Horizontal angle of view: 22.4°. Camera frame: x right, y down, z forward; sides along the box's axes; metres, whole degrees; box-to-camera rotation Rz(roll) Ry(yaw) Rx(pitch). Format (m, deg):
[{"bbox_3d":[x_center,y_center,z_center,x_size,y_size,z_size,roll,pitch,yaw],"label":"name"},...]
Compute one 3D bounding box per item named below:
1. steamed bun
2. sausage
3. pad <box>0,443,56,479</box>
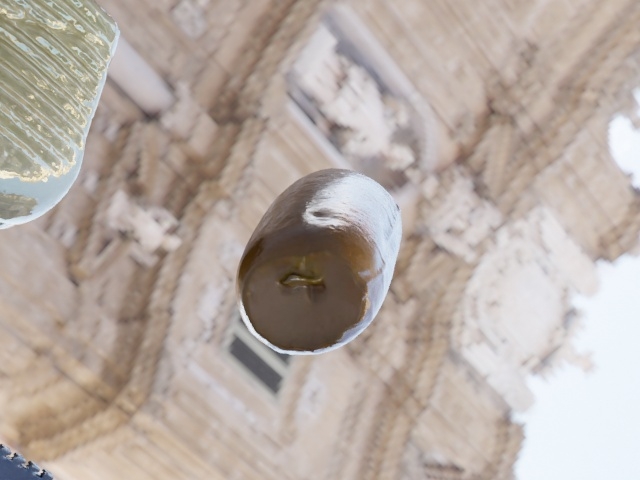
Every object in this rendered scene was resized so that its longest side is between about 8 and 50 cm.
[{"bbox_3d":[-0.372,-0.144,1.475,0.272,0.290,0.273,-4,-109,49],"label":"steamed bun"},{"bbox_3d":[0.006,0.001,1.256,0.112,0.112,0.328,-32,-171,13],"label":"sausage"},{"bbox_3d":[-0.364,0.229,1.232,0.269,0.269,0.012,-40,-127,0],"label":"pad"}]
